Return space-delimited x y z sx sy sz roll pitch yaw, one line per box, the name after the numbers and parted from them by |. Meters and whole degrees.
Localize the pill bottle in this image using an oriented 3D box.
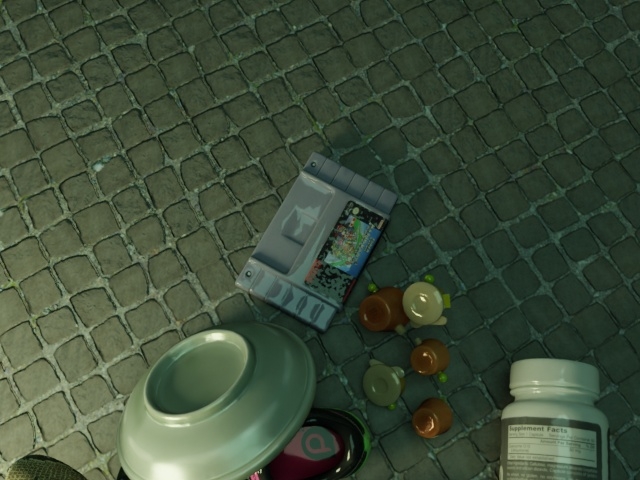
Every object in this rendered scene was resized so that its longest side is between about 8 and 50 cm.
0.449 0.423 1.350 0.204 0.204 0.361 8 69 -1 | pill bottle

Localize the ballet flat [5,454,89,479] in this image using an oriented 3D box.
-0.362 0.570 1.218 0.182 0.164 0.483 -25 94 33 | ballet flat

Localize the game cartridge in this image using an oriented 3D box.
0.000 0.000 1.533 0.230 0.068 0.355 27 73 9 | game cartridge

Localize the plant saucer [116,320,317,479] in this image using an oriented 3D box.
-0.207 0.270 1.290 0.400 0.101 0.400 -15 34 11 | plant saucer

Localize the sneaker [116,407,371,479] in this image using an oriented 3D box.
-0.144 0.394 1.294 0.482 0.202 0.185 -12 75 -5 | sneaker

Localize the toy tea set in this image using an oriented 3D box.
0.189 0.237 1.447 0.200 0.124 0.336 -3 91 30 | toy tea set
